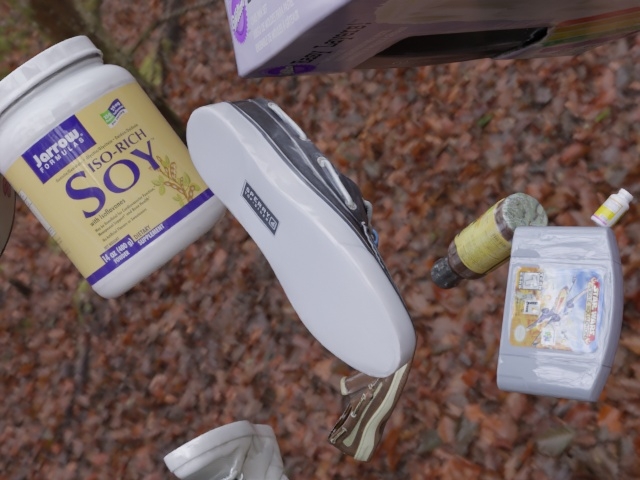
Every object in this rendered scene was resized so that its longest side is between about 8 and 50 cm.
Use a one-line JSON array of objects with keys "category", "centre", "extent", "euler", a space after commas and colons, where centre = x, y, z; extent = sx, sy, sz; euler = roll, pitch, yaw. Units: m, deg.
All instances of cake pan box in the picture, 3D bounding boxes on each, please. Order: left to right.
[{"category": "cake pan box", "centre": [0.098, -0.142, 0.455], "extent": [0.267, 0.246, 0.070], "euler": [177, 87, -69]}]

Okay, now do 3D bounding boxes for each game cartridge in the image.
[{"category": "game cartridge", "centre": [0.413, 0.120, 1.535], "extent": [0.198, 0.062, 0.297], "euler": [-1, 76, 42]}]

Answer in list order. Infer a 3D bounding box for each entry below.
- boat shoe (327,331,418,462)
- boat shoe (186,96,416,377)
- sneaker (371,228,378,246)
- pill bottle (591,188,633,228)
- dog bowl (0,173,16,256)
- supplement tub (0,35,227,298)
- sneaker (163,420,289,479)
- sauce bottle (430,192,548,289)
[{"category": "boat shoe", "centre": [0.077, 0.248, 1.464], "extent": [0.095, 0.095, 0.257], "euler": [-62, -7, -70]}, {"category": "boat shoe", "centre": [0.000, -0.016, 0.803], "extent": [0.301, 0.102, 0.108], "euler": [49, 139, 23]}, {"category": "sneaker", "centre": [0.000, 0.000, 1.477], "extent": [0.188, 0.067, 0.078], "euler": [2, 13, 12]}, {"category": "pill bottle", "centre": [0.573, -0.060, 1.754], "extent": [0.083, 0.043, 0.043], "euler": [-49, 28, 6]}, {"category": "dog bowl", "centre": [-0.656, -0.083, 1.302], "extent": [0.407, 0.408, 0.150], "euler": [-66, 10, -22]}, {"category": "supplement tub", "centre": [-0.322, -0.107, 1.325], "extent": [0.241, 0.331, 0.241], "euler": [-36, 7, 5]}, {"category": "sneaker", "centre": [-0.107, 0.356, 1.290], "extent": [0.108, 0.292, 0.169], "euler": [-30, 71, 13]}, {"category": "sauce bottle", "centre": [0.336, 0.015, 1.873], "extent": [0.344, 0.111, 0.111], "euler": [-45, 22, 58]}]
